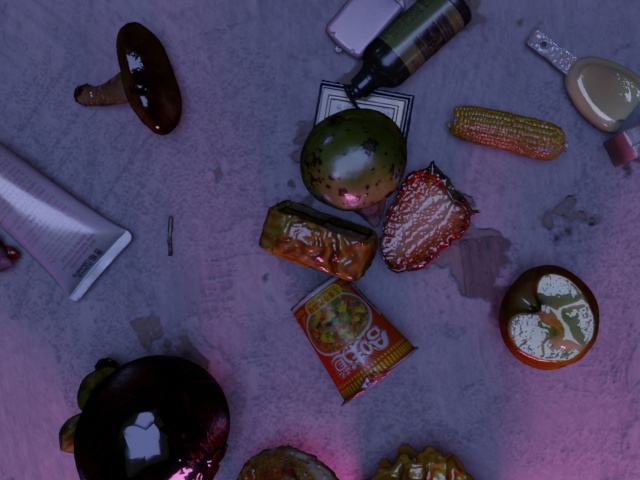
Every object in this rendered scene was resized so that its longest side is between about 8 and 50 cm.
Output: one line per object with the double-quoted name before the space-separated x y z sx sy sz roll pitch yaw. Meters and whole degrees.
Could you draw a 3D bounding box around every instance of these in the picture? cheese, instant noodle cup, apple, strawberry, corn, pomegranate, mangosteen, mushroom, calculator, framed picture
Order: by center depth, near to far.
"mangosteen" -0.331 0.366 1.453 0.330 0.330 0.330 0 92 3
"pomegranate" 0.075 -0.128 1.462 0.214 0.214 0.248 -23 126 4
"apple" 0.434 0.148 1.464 0.173 0.160 0.195 31 92 -2
"instant noodle cup" 0.053 0.182 1.487 0.193 0.193 0.212 -38 82 4
"corn" 0.367 -0.213 1.495 0.238 0.080 0.080 16 93 5
"cheese" 0.510 -0.325 1.497 0.251 0.054 0.127 38 91 2
"strawberry" 0.196 -0.041 1.514 0.208 0.087 0.167 -39 81 13
"calculator" 0.089 -0.444 1.525 0.100 0.032 0.175 42 94 1
"mushroom" -0.396 -0.295 1.529 0.218 0.148 0.227 -19 81 22
"framed picture" 0.079 -0.215 1.546 0.195 0.010 0.199 10 93 2

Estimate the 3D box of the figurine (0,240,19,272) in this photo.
"figurine" -0.672 0.037 1.570 0.083 0.071 0.067 24 135 10

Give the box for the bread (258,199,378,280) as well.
"bread" 0.000 0.000 1.474 0.222 0.181 0.096 19 104 2

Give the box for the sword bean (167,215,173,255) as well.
"sword bean" -0.310 -0.009 1.576 0.012 0.012 0.083 1 93 3

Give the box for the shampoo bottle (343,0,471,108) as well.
"shampoo bottle" 0.160 -0.374 1.490 0.284 0.101 0.101 -42 89 4

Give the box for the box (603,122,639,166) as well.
"box" 0.656 -0.215 1.448 0.201 0.141 0.058 -25 86 3

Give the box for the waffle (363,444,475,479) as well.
"waffle" 0.221 0.569 1.492 0.261 0.151 0.324 -35 86 9

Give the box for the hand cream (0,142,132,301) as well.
"hand cream" -0.575 -0.057 1.551 0.359 0.118 0.185 42 90 -6

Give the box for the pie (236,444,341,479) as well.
"pie" -0.060 0.551 1.490 0.315 0.092 0.315 1 93 34
